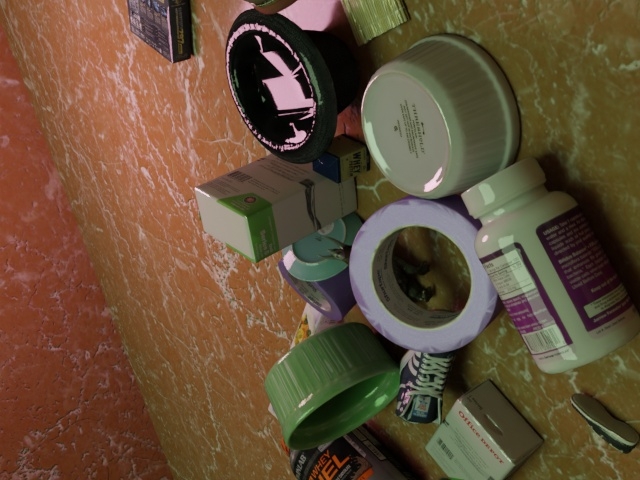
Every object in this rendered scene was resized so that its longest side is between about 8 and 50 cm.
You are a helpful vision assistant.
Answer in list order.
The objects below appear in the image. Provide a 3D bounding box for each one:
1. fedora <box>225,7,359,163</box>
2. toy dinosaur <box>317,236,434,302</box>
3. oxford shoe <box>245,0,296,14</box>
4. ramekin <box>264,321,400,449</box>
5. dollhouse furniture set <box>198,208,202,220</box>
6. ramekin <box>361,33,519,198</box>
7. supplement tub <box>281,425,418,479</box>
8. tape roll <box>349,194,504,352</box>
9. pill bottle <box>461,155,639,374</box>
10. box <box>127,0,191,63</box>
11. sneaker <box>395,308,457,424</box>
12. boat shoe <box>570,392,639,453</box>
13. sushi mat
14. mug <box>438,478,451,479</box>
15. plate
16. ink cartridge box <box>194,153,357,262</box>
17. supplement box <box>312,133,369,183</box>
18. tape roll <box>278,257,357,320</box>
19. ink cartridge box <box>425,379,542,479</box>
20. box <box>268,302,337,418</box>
[{"bbox_3d":[-0.038,-0.309,1.589,0.334,0.152,0.334,36,140,39],"label":"fedora"},{"bbox_3d":[0.143,0.093,1.664,0.160,0.121,0.313,24,156,49],"label":"toy dinosaur"},{"bbox_3d":[-0.022,-0.496,1.347,0.348,0.130,0.123,-32,62,32],"label":"oxford shoe"},{"bbox_3d":[0.025,0.314,1.816,0.148,0.303,0.303,57,150,27],"label":"ramekin"},{"bbox_3d":[-0.253,-0.063,2.230,0.152,0.058,0.076,9,113,33],"label":"dollhouse furniture set"},{"bbox_3d":[0.182,-0.192,1.360,0.273,0.127,0.273,37,140,39],"label":"ramekin"},{"bbox_3d":[0.068,0.560,2.008,0.338,0.207,0.207,38,141,37],"label":"supplement tub"},{"bbox_3d":[0.191,0.054,1.451,0.275,0.090,0.274,8,106,28],"label":"tape roll"},{"bbox_3d":[0.337,0.033,1.245,0.301,0.169,0.169,63,150,4],"label":"pill bottle"},{"bbox_3d":[-0.406,-0.571,2.059,0.233,0.059,0.183,39,141,38],"label":"box"},{"bbox_3d":[0.212,0.257,1.601,0.282,0.099,0.153,104,176,-54],"label":"sneaker"},{"bbox_3d":[0.464,0.302,1.368,0.125,0.046,0.038,35,134,28],"label":"boat shoe"},{"bbox_3d":[0.051,-0.507,1.441,0.151,0.019,0.316,-13,101,60],"label":"sushi mat"},{"bbox_3d":[0.274,0.606,1.829,0.129,0.097,0.158,60,150,9],"label":"mug"},{"bbox_3d":[0.000,0.000,1.736,0.188,0.188,0.024,34,168,42],"label":"plate"},{"bbox_3d":[-0.089,-0.087,1.714,0.198,0.273,0.114,29,137,46],"label":"ink cartridge box"},{"bbox_3d":[0.040,-0.163,1.642,0.083,0.083,0.056,32,137,43],"label":"supplement box"},{"bbox_3d":[0.001,0.085,1.823,0.189,0.080,0.189,38,162,15],"label":"tape roll"},{"bbox_3d":[0.315,0.400,1.619,0.160,0.092,0.219,49,146,23],"label":"ink cartridge box"},{"bbox_3d":[-0.038,0.283,1.978,0.063,0.067,0.324,36,114,43],"label":"box"}]
